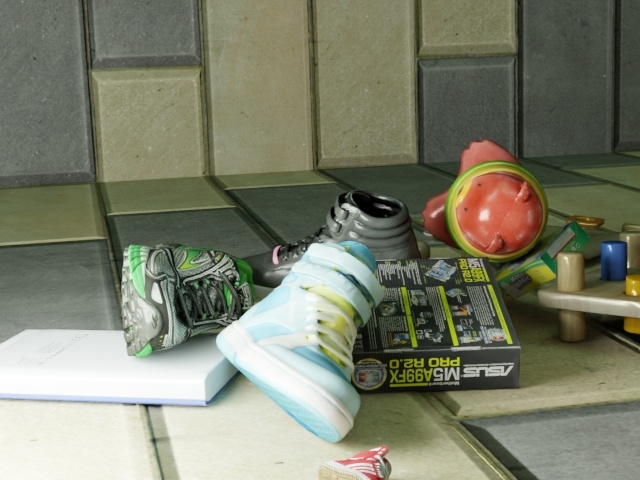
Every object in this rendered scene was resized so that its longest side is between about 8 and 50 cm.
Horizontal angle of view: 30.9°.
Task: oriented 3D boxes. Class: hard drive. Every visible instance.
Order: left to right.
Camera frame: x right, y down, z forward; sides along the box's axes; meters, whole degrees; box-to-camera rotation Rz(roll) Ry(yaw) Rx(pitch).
[{"bbox_3d":[-0.267,0.157,1.472,0.318,0.040,0.210,0,10,12],"label":"hard drive"}]

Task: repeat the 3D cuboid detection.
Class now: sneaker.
[{"bbox_3d":[-0.166,0.061,1.489,0.146,0.134,0.343,0,10,8],"label":"sneaker"},{"bbox_3d":[0.000,0.000,1.653,0.295,0.147,0.104,-2,27,5],"label":"sneaker"},{"bbox_3d":[0.006,0.093,1.298,0.208,0.127,0.319,-46,22,-8],"label":"sneaker"},{"bbox_3d":[0.052,0.221,1.064,0.067,0.042,0.118,-11,11,-26],"label":"sneaker"}]

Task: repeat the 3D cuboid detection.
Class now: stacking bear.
[{"bbox_3d":[0.253,-0.044,1.679,0.164,0.175,0.289,35,6,1],"label":"stacking bear"}]

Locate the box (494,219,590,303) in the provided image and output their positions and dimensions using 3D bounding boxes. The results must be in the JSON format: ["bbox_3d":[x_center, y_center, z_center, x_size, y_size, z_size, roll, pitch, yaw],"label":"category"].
[{"bbox_3d":[0.313,0.041,1.731,0.105,0.043,0.179,-41,-1,-34],"label":"box"}]

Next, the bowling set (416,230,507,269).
[{"bbox_3d":[0.265,-0.002,1.904,0.200,0.287,0.154,33,23,5],"label":"bowling set"}]

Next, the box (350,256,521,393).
[{"bbox_3d":[0.129,0.103,1.496,0.216,0.060,0.270,-2,23,-1],"label":"box"}]

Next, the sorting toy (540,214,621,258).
[{"bbox_3d":[0.448,0.007,2.161,0.196,0.047,0.347,12,17,38],"label":"sorting toy"}]

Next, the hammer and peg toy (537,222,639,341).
[{"bbox_3d":[0.498,0.061,1.630,0.266,0.127,0.361,4,12,40],"label":"hammer and peg toy"}]
